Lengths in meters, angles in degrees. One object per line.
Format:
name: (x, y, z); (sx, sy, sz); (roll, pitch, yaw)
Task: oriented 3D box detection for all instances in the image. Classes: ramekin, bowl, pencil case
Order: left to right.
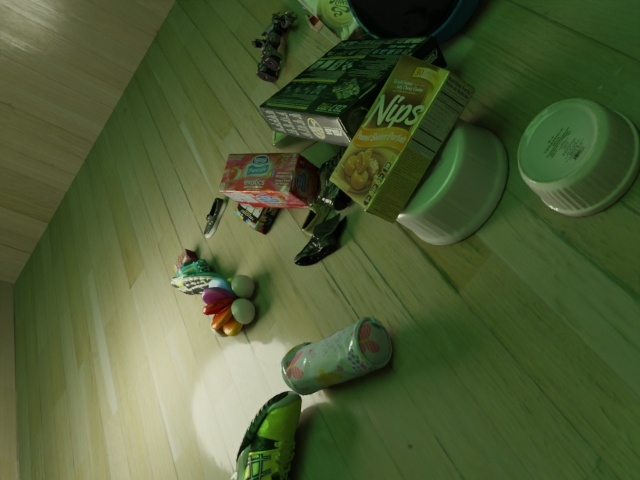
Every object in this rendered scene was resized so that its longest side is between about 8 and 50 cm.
pencil case: (0.033, 0.261, 1.568); (0.273, 0.113, 0.124); (-29, 30, 42)
bowl: (0.215, -0.663, 1.709); (0.391, 0.077, 0.391); (15, 115, 36)
ramekin: (0.247, -0.141, 1.499); (0.277, 0.135, 0.277); (-30, 48, 40)
ramekin: (0.455, -0.158, 1.258); (0.207, 0.109, 0.207); (-30, 48, 40)

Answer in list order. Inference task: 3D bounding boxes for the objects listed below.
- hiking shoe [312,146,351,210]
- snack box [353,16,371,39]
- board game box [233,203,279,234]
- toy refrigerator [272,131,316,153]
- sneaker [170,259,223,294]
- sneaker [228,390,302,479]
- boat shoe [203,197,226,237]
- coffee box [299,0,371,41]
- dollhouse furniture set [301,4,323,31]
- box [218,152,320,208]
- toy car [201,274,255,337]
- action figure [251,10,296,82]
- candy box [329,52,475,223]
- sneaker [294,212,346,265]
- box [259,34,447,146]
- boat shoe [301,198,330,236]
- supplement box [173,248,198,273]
hiking shoe: (0.044, -0.196, 1.825); (0.114, 0.086, 0.227); (18, 86, 38)
snack box: (0.178, -0.587, 1.861); (0.178, 0.022, 0.064); (-12, 95, 20)
board game box: (-0.184, -0.111, 2.126); (0.141, 0.048, 0.170); (-60, 35, 5)
toy refrigerator: (-0.026, -0.355, 2.020); (0.269, 0.094, 0.102); (-26, 52, 44)
sneaker: (-0.392, 0.109, 2.231); (0.275, 0.107, 0.110); (0, 61, 53)
sneaker: (-0.117, 0.536, 1.615); (0.147, 0.145, 0.385); (22, 89, 31)
boat shoe: (-0.362, -0.078, 2.346); (0.049, 0.040, 0.142); (27, 92, 55)
coffee box: (0.048, -0.703, 1.991); (0.297, 0.119, 0.168); (48, 113, 19)
dollhouse furniture set: (0.001, -0.758, 2.187); (0.183, 0.129, 0.129); (-45, 40, 26)
box: (-0.142, -0.168, 1.974); (0.257, 0.128, 0.122); (4, 73, 34)
toy car: (-0.276, 0.180, 1.999); (0.159, 0.136, 0.182); (-36, 45, 36)
action figure: (-0.163, -0.685, 2.393); (0.185, 0.099, 0.285); (-39, 38, 46)
candy box: (0.162, -0.215, 1.458); (0.316, 0.087, 0.183); (-60, 35, 11)
sneaker: (-0.002, -0.001, 1.823); (0.170, 0.051, 0.089); (-28, 49, 35)
box: (0.067, -0.376, 1.716); (0.318, 0.097, 0.395); (-41, 30, -17)
boat shoe: (-0.009, -0.078, 1.877); (0.050, 0.045, 0.135); (14, 82, 55)
supplement box: (-0.458, 0.079, 2.378); (0.083, 0.043, 0.055); (-55, 36, 17)
